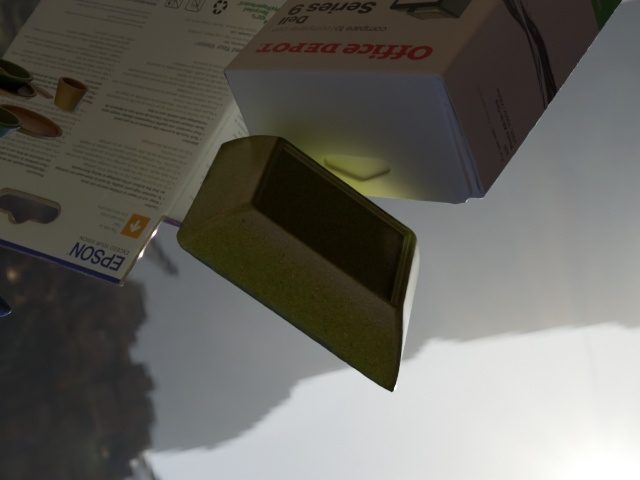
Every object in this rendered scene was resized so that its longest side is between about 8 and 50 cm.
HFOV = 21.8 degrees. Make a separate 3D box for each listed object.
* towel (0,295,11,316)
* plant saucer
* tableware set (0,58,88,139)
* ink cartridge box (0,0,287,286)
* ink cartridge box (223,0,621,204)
[{"bbox_3d":[-0.392,0.038,1.168,0.285,0.034,0.209,-15,145,23],"label":"towel"},{"bbox_3d":[0.000,0.000,1.216,0.045,0.188,0.188,-51,-171,24],"label":"plant saucer"},{"bbox_3d":[-0.213,-0.102,1.143,0.104,0.024,0.154,30,-163,16],"label":"tableware set"},{"bbox_3d":[-0.194,-0.114,1.556,0.324,0.071,0.330,16,-111,39],"label":"ink cartridge box"},{"bbox_3d":[0.091,-0.169,1.352,0.211,0.121,0.289,5,-138,35],"label":"ink cartridge box"}]
